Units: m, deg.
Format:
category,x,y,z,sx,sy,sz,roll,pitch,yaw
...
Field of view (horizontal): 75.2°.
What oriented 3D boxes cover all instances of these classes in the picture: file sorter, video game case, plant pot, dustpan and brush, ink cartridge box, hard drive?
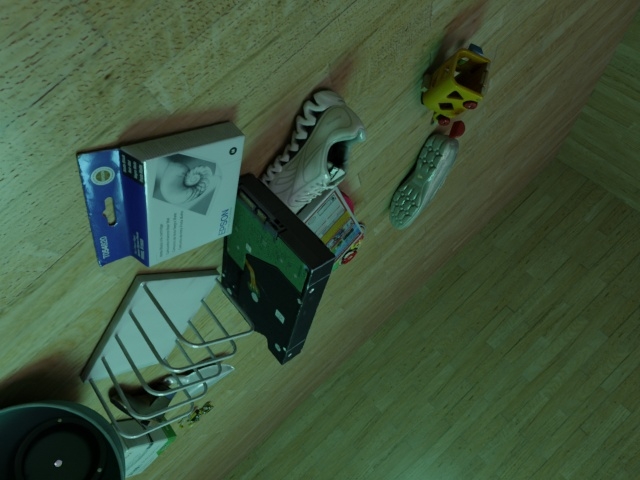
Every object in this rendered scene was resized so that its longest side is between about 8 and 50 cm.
category,x,y,z,sx,sy,sz,roll,pitch,yaw
file sorter,-0.295,0.220,0.822,0.277,0.173,0.193,-53,154,20
video game case,0.000,0.000,0.993,0.204,0.025,0.285,-48,154,-3
plant pot,-0.496,0.425,0.749,0.293,0.293,0.196,-37,-178,-18
dustpan and brush,-0.355,0.388,1.155,0.147,0.060,0.211,-36,165,12
ink cartridge box,-0.228,-0.058,0.635,0.224,0.045,0.223,-26,150,-36
hard drive,-0.100,0.069,0.812,0.064,0.237,0.338,-29,151,-33
ink cartridge box,-0.518,0.563,1.120,0.153,0.087,0.208,-44,157,-2

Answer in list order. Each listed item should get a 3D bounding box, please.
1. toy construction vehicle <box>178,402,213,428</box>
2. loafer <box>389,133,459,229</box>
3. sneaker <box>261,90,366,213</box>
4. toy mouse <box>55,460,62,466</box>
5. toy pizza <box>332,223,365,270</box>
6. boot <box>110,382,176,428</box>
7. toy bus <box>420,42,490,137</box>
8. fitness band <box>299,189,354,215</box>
category,x,y,z,sx,sy,sz,roll,pitch,yaw
toy construction vehicle,-0.420,0.589,1.398,0.098,0.035,0.086,-43,167,1
loafer,0.314,-0.167,1.252,0.112,0.112,0.319,-8,137,-42
sneaker,-0.023,-0.124,0.775,0.110,0.118,0.292,-14,143,-53
toy mouse,-0.604,0.519,0.982,0.143,0.031,0.161,-35,154,-21
toy pizza,0.071,0.033,1.282,0.201,0.032,0.201,-36,155,-20
boot,-0.431,0.386,1.026,0.106,0.082,0.219,-57,160,-30
toy bus,0.278,-0.335,0.926,0.105,0.190,0.202,18,124,-15
fitness band,-0.003,-0.012,1.062,0.209,0.054,0.290,-39,154,-18
